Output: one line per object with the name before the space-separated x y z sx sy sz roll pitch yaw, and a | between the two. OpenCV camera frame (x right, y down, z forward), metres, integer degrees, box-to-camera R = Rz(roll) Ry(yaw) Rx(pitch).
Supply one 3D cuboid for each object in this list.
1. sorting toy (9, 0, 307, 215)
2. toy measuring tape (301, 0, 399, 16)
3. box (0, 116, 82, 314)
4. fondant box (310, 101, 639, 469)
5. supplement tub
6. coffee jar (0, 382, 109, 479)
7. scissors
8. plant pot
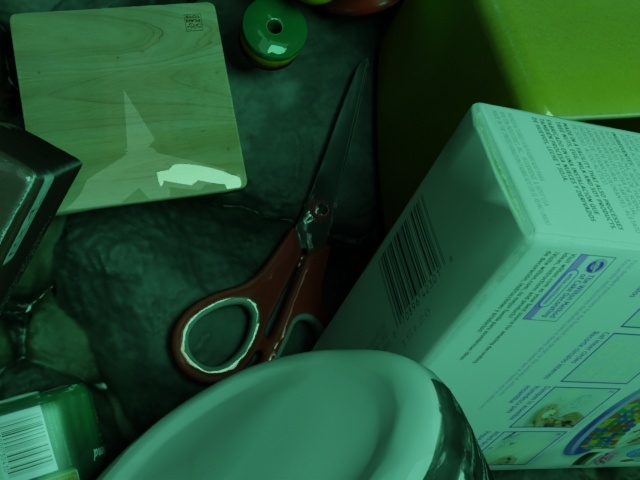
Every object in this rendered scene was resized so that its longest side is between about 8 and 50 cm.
sorting toy | -0.137 -0.084 0.533 0.274 0.046 0.132 -9 81 -17
toy measuring tape | 0.050 -0.266 0.634 0.121 0.121 0.330 44 48 -7
box | -0.253 -0.011 0.384 0.203 0.167 0.168 29 92 -14
fondant box | 0.189 0.054 0.514 0.330 0.238 0.096 7 48 -23
supplement tub | 0.030 0.242 0.409 0.207 0.207 0.338 -33 110 -24
coffee jar | -0.147 0.177 0.446 0.079 0.096 0.184 -13 84 -21
scissors | 0.000 0.000 0.589 0.109 0.021 0.297 36 66 -9
plant pot | 0.153 -0.111 0.581 0.212 0.212 0.187 -8 67 -23
